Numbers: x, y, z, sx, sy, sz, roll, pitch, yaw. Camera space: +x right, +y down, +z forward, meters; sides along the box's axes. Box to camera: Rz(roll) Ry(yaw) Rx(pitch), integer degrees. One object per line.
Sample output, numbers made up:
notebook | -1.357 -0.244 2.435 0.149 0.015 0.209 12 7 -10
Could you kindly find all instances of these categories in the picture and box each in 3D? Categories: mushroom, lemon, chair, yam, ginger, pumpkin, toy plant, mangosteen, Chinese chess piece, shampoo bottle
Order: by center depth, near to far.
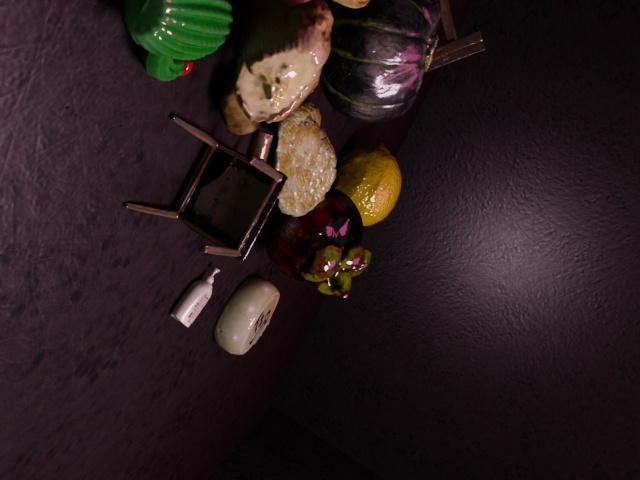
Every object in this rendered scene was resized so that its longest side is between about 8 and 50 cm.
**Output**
toy plant | -0.167 -0.268 0.601 0.155 0.088 0.240 -53 -175 -2
ginger | -0.050 -0.303 0.696 0.221 0.130 0.276 -176 -85 -67
chair | -0.166 -0.077 0.840 0.188 0.166 0.272 -62 168 3
mushroom | -0.086 -0.305 0.880 0.312 0.081 0.100 -57 174 -38
pumpkin | 0.120 -0.416 1.025 0.323 0.241 0.324 18 90 -89
yam | -0.157 -0.125 1.067 0.046 0.046 0.264 -40 155 -60
shampoo bottle | -0.284 0.125 1.116 0.152 0.045 0.077 -56 165 -17
chair | 0.217 -0.574 1.340 0.203 0.415 0.241 -36 109 -65
mangosteen | -0.011 -0.007 1.350 0.311 0.311 0.311 -57 168 -19
Chinese chess piece | -0.226 0.234 1.494 0.251 0.101 0.250 -57 169 -18
lemon | 0.166 -0.203 1.744 0.322 0.268 0.268 -66 168 13

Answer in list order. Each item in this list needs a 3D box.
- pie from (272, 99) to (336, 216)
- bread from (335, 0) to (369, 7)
pie | -0.048 -0.189 1.132 0.275 0.105 0.257 78 32 -42
bread | 0.060 -0.535 0.809 0.250 0.133 0.179 -65 167 12
